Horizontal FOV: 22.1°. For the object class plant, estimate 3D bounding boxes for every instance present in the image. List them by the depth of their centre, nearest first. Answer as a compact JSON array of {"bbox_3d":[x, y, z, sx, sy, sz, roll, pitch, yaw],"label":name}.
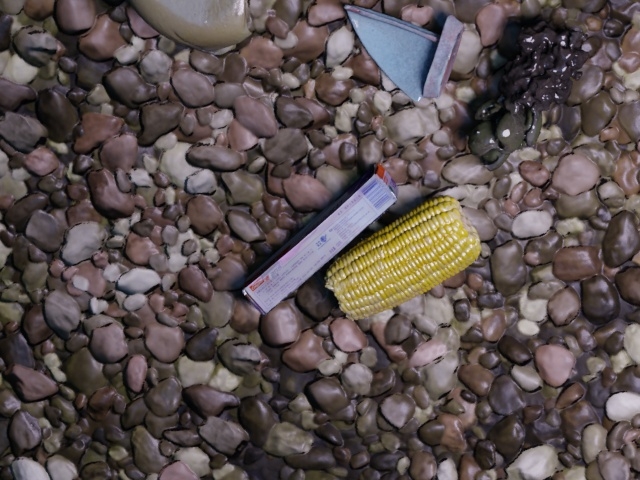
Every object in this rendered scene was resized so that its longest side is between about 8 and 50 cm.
[{"bbox_3d":[0.205,-0.144,1.646,0.085,0.087,0.174,22,113,-25],"label":"plant"}]

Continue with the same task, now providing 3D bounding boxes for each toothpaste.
[{"bbox_3d":[0.000,0.000,1.722,0.196,0.047,0.040,-42,100,15],"label":"toothpaste"}]

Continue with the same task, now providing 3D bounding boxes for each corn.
[{"bbox_3d":[0.085,0.020,1.708,0.165,0.063,0.085,-28,123,14],"label":"corn"}]

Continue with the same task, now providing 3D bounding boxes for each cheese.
[{"bbox_3d":[-0.123,-0.286,1.640,0.175,0.091,0.202,-2,106,7],"label":"cheese"}]

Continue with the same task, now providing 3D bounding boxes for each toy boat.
[{"bbox_3d":[0.077,-0.200,1.673,0.122,0.034,0.096,21,107,10],"label":"toy boat"}]
